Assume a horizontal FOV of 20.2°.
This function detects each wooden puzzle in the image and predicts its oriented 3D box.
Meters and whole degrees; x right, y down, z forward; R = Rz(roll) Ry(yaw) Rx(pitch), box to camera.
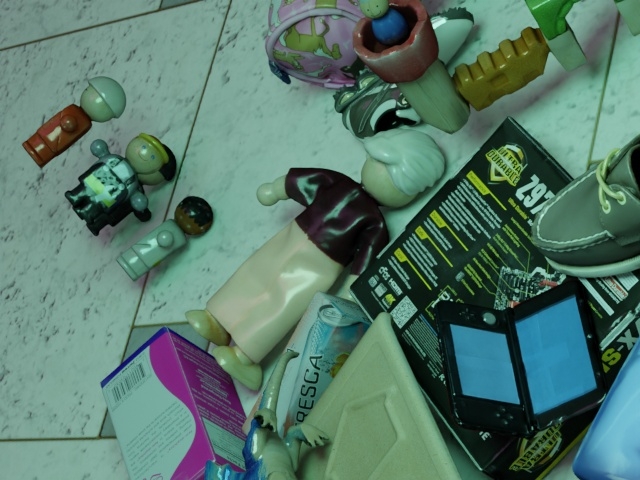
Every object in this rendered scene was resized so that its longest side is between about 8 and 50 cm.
[{"bbox_3d":[0.043,0.293,1.748,0.322,0.080,0.348,-56,32,27],"label":"wooden puzzle"}]

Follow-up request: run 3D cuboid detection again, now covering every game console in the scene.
[{"bbox_3d":[0.183,0.102,1.670,0.085,0.124,0.144,124,149,-43],"label":"game console"}]

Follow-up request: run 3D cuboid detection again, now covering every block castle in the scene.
[{"bbox_3d":[0.229,-0.352,1.891,0.453,0.213,0.303,-28,45,13],"label":"block castle"}]

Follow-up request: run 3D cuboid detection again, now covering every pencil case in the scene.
[{"bbox_3d":[0.018,-0.367,2.204,0.167,0.160,0.386,-34,43,43],"label":"pencil case"}]

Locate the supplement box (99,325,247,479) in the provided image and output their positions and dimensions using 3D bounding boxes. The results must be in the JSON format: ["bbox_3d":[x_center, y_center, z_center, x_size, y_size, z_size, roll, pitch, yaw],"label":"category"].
[{"bbox_3d":[-0.150,0.222,2.004,0.111,0.114,0.220,-41,41,15],"label":"supplement box"}]

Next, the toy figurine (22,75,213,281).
[{"bbox_3d":[-0.242,-0.077,2.229,0.148,0.213,0.209,-39,43,-7],"label":"toy figurine"}]

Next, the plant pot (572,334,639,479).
[{"bbox_3d":[0.380,0.160,1.446,0.212,0.236,0.236,25,83,43],"label":"plant pot"}]

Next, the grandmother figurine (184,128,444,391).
[{"bbox_3d":[0.000,0.000,2.030,0.342,0.104,0.208,-43,69,9],"label":"grandmother figurine"}]

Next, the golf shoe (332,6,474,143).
[{"bbox_3d":[0.112,-0.183,2.070,0.198,0.077,0.094,-42,59,18],"label":"golf shoe"}]

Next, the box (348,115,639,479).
[{"bbox_3d":[0.195,0.059,1.807,0.257,0.079,0.322,-46,41,8],"label":"box"}]

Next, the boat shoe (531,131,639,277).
[{"bbox_3d":[0.310,-0.056,1.622,0.324,0.096,0.117,-22,52,42],"label":"boat shoe"}]

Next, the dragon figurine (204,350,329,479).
[{"bbox_3d":[-0.061,0.244,1.785,0.144,0.085,0.289,-49,37,36],"label":"dragon figurine"}]

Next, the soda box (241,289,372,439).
[{"bbox_3d":[-0.012,0.150,1.931,0.063,0.058,0.183,44,110,51],"label":"soda box"}]
